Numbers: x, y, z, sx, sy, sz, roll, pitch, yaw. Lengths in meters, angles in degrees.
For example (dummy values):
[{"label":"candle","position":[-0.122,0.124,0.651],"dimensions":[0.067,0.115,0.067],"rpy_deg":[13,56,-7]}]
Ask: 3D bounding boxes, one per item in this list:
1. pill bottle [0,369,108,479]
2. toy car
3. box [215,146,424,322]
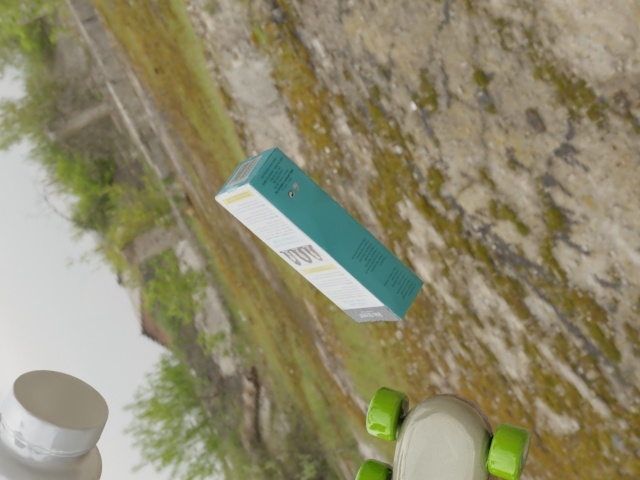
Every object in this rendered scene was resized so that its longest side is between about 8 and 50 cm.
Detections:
[{"label":"pill bottle","position":[-0.343,0.291,1.022],"dimensions":[0.152,0.272,0.152],"rpy_deg":[25,-165,-7]},{"label":"toy car","position":[0.145,0.223,0.934],"dimensions":[0.188,0.155,0.149],"rpy_deg":[-3,-76,-66]},{"label":"box","position":[0.000,0.000,1.039],"dimensions":[0.244,0.060,0.100],"rpy_deg":[42,156,-19]}]
